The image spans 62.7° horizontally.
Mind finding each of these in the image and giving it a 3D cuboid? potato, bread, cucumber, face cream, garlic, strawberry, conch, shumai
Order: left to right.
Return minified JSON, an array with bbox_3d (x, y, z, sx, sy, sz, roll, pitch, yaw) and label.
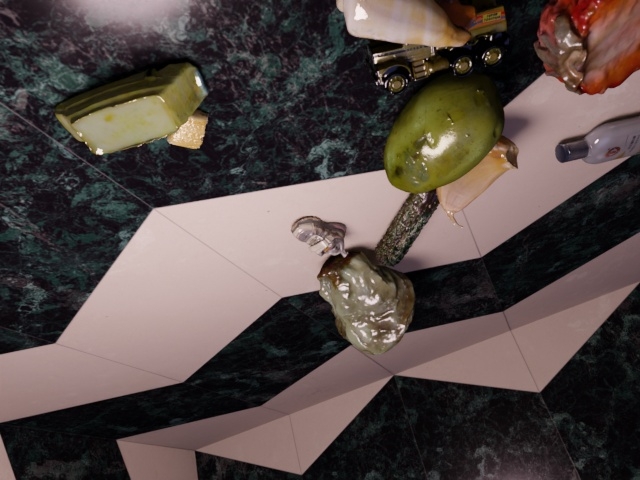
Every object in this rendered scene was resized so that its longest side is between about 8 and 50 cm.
[{"bbox_3d":[-0.268,-0.226,1.058,0.070,0.035,0.083,4,137,-30],"label":"bread"},{"bbox_3d":[0.110,0.173,1.627,0.309,0.304,0.263,-25,135,33],"label":"shumai"},{"bbox_3d":[0.124,-0.386,0.870,0.255,0.159,0.127,26,161,-19],"label":"conch"},{"bbox_3d":[0.258,-0.058,1.498,0.096,0.096,0.359,-2,146,-22],"label":"cucumber"},{"bbox_3d":[0.260,-0.226,1.132,0.215,0.216,0.304,6,137,-32],"label":"potato"},{"bbox_3d":[0.372,-0.168,1.308,0.145,0.164,0.245,-11,146,-43],"label":"garlic"},{"bbox_3d":[0.788,-0.269,1.432,0.290,0.071,0.144,-12,148,-6],"label":"face cream"},{"bbox_3d":[0.574,-0.446,1.009,0.336,0.149,0.265,-34,139,8],"label":"strawberry"}]

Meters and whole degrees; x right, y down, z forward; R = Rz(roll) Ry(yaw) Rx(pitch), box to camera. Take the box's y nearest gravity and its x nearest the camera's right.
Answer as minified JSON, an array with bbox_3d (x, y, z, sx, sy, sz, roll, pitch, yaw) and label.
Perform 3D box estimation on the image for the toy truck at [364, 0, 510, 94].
[{"bbox_3d":[0.209,-0.370,0.974,0.256,0.127,0.127,-19,133,5],"label":"toy truck"}]

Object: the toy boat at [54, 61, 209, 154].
[{"bbox_3d":[-0.343,-0.236,0.962,0.276,0.084,0.111,-17,146,3],"label":"toy boat"}]

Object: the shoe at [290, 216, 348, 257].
[{"bbox_3d":[0.000,0.000,1.472,0.180,0.092,0.089,10,140,-35],"label":"shoe"}]
